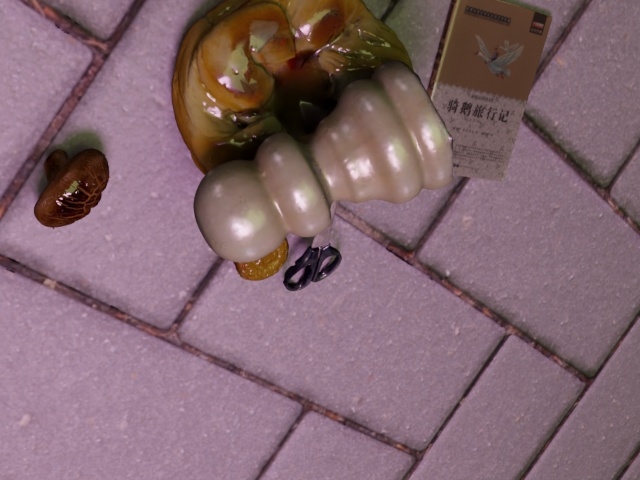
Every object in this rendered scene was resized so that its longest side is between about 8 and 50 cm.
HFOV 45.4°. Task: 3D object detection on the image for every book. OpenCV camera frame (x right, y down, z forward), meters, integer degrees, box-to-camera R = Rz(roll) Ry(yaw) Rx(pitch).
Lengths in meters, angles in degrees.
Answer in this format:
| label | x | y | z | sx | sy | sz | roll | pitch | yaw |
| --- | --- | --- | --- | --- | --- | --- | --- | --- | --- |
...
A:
| label | x | y | z | sx | sy | sz | roll | pitch | yaw |
| --- | --- | --- | --- | --- | --- | --- | --- | --- | --- |
| book | 0.283 | -0.263 | 1.353 | 0.217 | 0.021 | 0.310 | 5 | 108 | -29 |

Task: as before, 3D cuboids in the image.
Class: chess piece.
| label | x | y | z | sx | sy | sz | roll | pitch | yaw |
| --- | --- | --- | --- | --- | --- | --- | --- | --- | --- |
| chess piece | -0.009 | -0.087 | 1.004 | 0.331 | 0.182 | 0.182 | -26 | 121 | -5 |

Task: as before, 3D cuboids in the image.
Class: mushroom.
| label | x | y | z | sx | sy | sz | roll | pitch | yaw |
| --- | --- | --- | --- | --- | --- | --- | --- | --- | --- |
| mushroom | -0.342 | -0.072 | 1.054 | 0.126 | 0.109 | 0.085 | -46 | 130 | 15 |

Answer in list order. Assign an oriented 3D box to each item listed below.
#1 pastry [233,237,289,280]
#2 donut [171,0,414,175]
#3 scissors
| label | x | y | z | sx | sy | sz | roll | pitch | yaw |
| --- | --- | --- | --- | --- | --- | --- | --- | --- | --- |
| pastry | -0.100 | 0.013 | 1.242 | 0.097 | 0.057 | 0.109 | 33 | 94 | -35 |
| donut | -0.031 | -0.208 | 1.124 | 0.361 | 0.170 | 0.360 | -11 | 116 | -23 |
| scissors | 0.000 | 0.000 | 1.209 | 0.109 | 0.022 | 0.300 | -22 | 155 | -20 |
